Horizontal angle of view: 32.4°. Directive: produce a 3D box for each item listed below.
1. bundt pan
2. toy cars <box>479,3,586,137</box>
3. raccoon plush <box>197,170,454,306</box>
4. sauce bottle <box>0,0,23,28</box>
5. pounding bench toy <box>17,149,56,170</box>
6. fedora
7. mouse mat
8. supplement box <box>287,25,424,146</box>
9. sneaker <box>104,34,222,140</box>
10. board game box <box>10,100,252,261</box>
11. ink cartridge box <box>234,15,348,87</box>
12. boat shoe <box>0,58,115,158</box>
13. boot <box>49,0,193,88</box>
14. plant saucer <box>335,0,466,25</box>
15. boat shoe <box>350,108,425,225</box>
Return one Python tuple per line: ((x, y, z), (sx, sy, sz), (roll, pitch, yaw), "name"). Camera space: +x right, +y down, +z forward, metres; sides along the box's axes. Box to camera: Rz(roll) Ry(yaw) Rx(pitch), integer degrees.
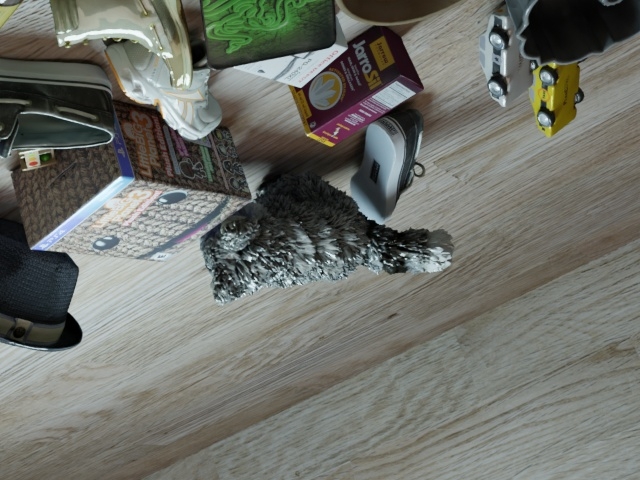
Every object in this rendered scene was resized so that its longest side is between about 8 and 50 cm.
((0.412, -0.410, 1.625), (0.331, 0.124, 0.331), (-21, 158, -9), "bundt pan")
((0.356, -0.305, 1.896), (0.394, 0.087, 0.176), (18, 103, -55), "toy cars")
((0.000, 0.000, 1.955), (0.447, 0.216, 0.299), (-4, -166, 14), "raccoon plush")
((-0.382, -0.299, 1.235), (0.111, 0.111, 0.344), (5, 146, -48), "sauce bottle")
((-0.415, -0.146, 1.654), (0.083, 0.052, 0.065), (-14, 158, -15), "pounding bench toy")
((-0.532, 0.054, 1.853), (0.334, 0.334, 0.152), (18, 102, -58), "fedora")
((-0.069, -0.316, 1.492), (0.190, 0.007, 0.152), (-13, 123, -14), "mouse mat")
((0.055, -0.246, 1.756), (0.188, 0.104, 0.081), (-30, 156, 24), "supplement box")
((-0.192, -0.231, 1.592), (0.121, 0.099, 0.262), (-30, 158, 14), "sneaker")
((-0.301, -0.087, 1.776), (0.232, 0.141, 0.291), (-34, 155, 32), "board game box")
((-0.050, -0.290, 1.610), (0.109, 0.063, 0.150), (-36, 153, 33), "ink cartridge box")
((-0.432, -0.172, 1.483), (0.335, 0.119, 0.121), (-9, 156, -27), "boat shoe")
((-0.255, -0.270, 1.411), (0.165, 0.077, 0.213), (-16, 136, -6), "boot")
((0.145, -0.392, 1.501), (0.278, 0.041, 0.278), (-16, 160, -6), "plant saucer")
((0.133, -0.140, 2.089), (0.105, 0.113, 0.306), (-30, 151, -23), "boat shoe")
